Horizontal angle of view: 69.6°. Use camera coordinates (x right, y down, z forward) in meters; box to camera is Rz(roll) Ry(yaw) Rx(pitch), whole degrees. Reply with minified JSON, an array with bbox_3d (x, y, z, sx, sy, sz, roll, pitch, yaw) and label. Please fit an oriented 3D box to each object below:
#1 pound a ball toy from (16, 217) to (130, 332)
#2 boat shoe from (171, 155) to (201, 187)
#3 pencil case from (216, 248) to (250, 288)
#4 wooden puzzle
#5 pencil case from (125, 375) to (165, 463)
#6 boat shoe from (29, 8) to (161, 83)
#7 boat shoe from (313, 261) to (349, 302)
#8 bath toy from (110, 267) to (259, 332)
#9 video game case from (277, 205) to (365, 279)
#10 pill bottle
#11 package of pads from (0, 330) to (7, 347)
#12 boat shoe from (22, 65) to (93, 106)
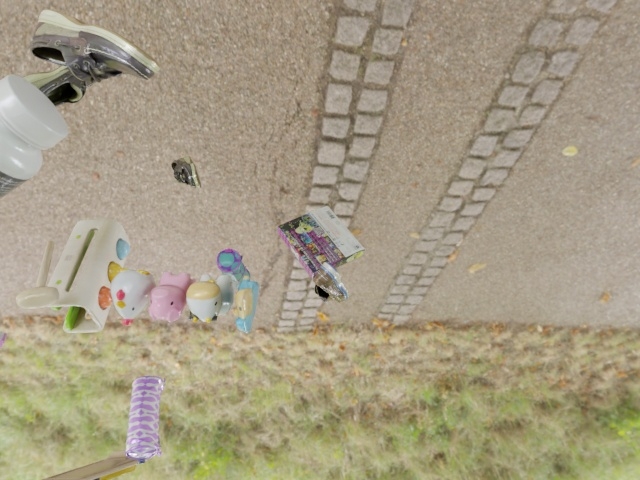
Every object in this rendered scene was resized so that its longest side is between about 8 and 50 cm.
[{"bbox_3d":[-0.571,0.074,1.126,0.135,0.319,0.208,-2,137,-1],"label":"pound a ball toy"},{"bbox_3d":[-0.296,-0.145,1.009,0.049,0.152,0.056,-18,117,-17],"label":"boat shoe"},{"bbox_3d":[-0.225,0.075,1.209,0.064,0.070,0.152,6,157,3],"label":"pencil case"},{"bbox_3d":[-0.604,0.623,1.232,0.220,0.044,0.238,-20,169,32],"label":"wooden puzzle"},{"bbox_3d":[-0.451,0.457,1.194,0.088,0.206,0.086,1,140,-17],"label":"pencil case"},{"bbox_3d":[-0.402,-0.324,0.810,0.092,0.285,0.103,-63,160,-2],"label":"boat shoe"},{"bbox_3d":[0.019,0.117,1.151,0.066,0.066,0.183,-42,146,-10],"label":"boat shoe"},{"bbox_3d":[-0.315,0.135,1.031,0.348,0.129,0.151,2,162,12],"label":"bath toy"},{"bbox_3d":[0.000,0.000,1.558,0.210,0.232,0.042,-24,147,-25],"label":"video game case"},{"bbox_3d":[-0.631,-0.153,0.827,0.318,0.176,0.176,-34,147,2],"label":"pill bottle"},{"bbox_3d":[-0.815,0.270,1.143,0.032,0.050,0.083,30,88,-27],"label":"package of pads"},{"bbox_3d":[-0.559,-0.339,1.018,0.223,0.073,0.080,-48,178,-45],"label":"boat shoe"}]
